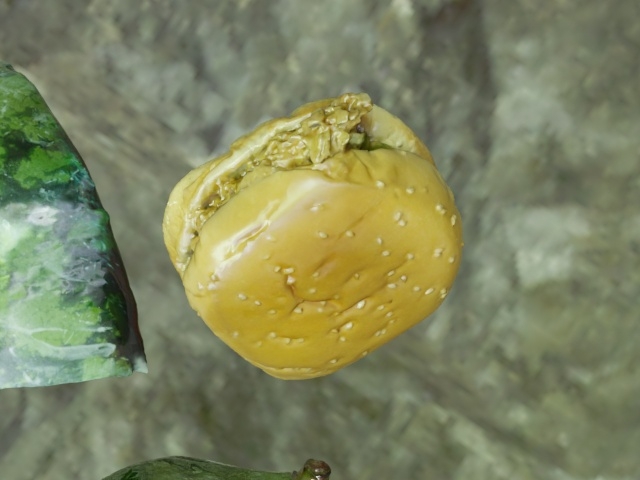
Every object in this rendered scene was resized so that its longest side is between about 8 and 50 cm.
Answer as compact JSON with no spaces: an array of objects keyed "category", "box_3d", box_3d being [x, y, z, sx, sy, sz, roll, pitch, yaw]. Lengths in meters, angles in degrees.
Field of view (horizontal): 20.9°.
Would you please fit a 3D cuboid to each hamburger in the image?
[{"category":"hamburger","box_3d":[0.000,0.000,0.853,0.138,0.083,0.147,-34,-39,4]}]

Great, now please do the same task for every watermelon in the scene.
[{"category":"watermelon","box_3d":[-0.226,0.003,1.049,0.180,0.305,0.224,40,-101,-36]}]

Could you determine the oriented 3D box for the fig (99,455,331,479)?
[{"category":"fig","box_3d":[-0.093,0.254,1.351,0.245,0.195,0.195,-21,-11,3]}]
